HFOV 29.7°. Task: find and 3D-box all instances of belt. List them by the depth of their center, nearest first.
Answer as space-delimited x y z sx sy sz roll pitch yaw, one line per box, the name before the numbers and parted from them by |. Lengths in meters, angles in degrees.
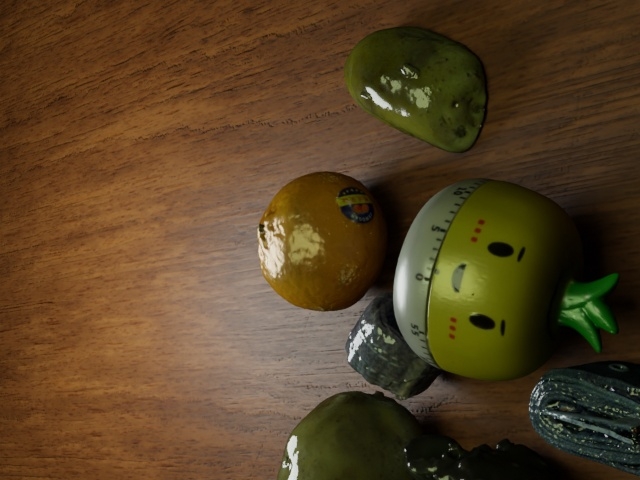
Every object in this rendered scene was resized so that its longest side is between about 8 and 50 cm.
belt | 0.359 0.217 1.499 0.218 0.128 0.122 11 102 50

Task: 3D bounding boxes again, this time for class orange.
orange | 0.002 0.001 1.877 0.219 0.193 0.219 30 125 55

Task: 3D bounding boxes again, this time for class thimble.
thimble | 0.117 0.153 1.761 0.150 0.150 0.098 54 125 36

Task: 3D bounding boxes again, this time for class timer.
timer | 0.258 0.063 1.543 0.285 0.285 0.285 -4 85 48

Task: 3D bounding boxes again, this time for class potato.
potato | 0.048 0.383 1.752 0.221 0.243 0.326 -15 77 56
potato | 0.122 -0.238 1.810 0.272 0.111 0.160 36 116 44

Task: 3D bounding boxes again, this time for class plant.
plant | 0.232 0.375 1.584 0.276 0.199 0.188 30 115 47
